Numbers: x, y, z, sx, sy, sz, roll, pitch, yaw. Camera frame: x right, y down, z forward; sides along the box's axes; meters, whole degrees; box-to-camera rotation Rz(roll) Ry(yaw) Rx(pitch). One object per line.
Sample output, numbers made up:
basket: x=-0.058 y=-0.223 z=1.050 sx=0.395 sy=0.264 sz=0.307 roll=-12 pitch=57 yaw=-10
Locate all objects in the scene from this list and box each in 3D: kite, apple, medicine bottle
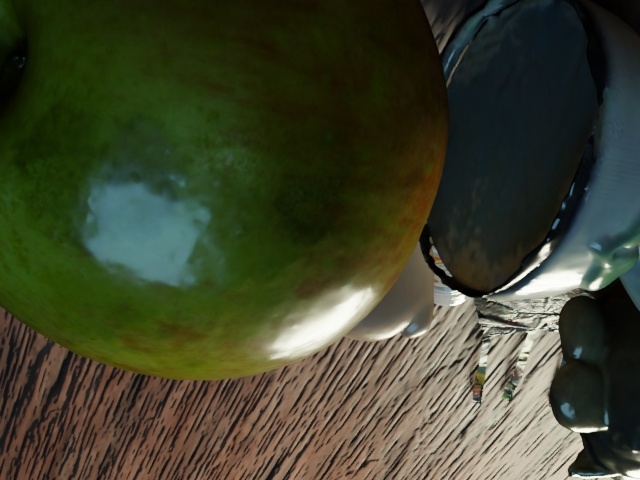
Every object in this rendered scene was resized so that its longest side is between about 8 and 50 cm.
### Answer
kite: x=0.212 y=0.094 z=1.351 sx=0.152 sy=0.015 sz=0.285 roll=2 pitch=143 yaw=0
apple: x=-0.094 y=-0.075 z=0.871 sx=0.339 sy=0.340 sz=0.340 roll=1 pitch=143 yaw=1
medicine bottle: x=0.114 y=0.012 z=1.213 sx=0.057 sy=0.057 sz=0.089 roll=-2 pitch=142 yaw=4

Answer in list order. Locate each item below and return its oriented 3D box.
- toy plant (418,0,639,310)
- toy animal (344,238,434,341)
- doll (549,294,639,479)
toy plant: x=0.264 y=-0.044 z=1.025 sx=0.332 sy=0.247 sz=0.247 roll=12 pitch=142 yaw=-24
toy animal: x=0.000 y=0.000 z=1.116 sx=0.171 sy=0.171 sz=0.197 roll=29 pitch=174 yaw=-31
doll: x=0.414 y=0.115 z=1.261 sx=0.382 sy=0.252 sz=0.378 roll=-5 pitch=174 yaw=13
